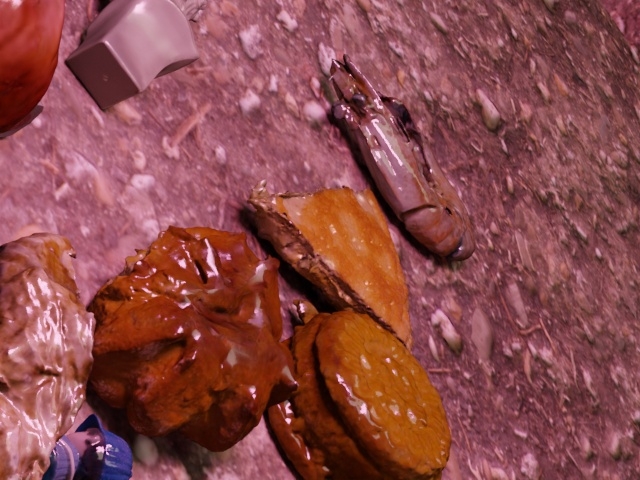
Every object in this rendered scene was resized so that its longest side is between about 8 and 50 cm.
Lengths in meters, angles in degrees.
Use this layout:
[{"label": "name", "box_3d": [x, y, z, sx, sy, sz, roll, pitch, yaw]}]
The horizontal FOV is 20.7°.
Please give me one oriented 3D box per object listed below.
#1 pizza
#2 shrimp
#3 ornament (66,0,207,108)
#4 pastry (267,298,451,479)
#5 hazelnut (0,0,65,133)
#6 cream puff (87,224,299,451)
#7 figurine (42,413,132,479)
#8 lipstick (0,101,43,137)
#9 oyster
[{"label": "pizza", "box_3d": [0.000, 0.000, 2.197, 0.288, 0.075, 0.280, 33, 35, -37]}, {"label": "shrimp", "box_3d": [0.117, -0.124, 2.495, 0.360, 0.085, 0.247, 53, 20, -21]}, {"label": "ornament", "box_3d": [-0.198, -0.263, 2.058, 0.130, 0.120, 0.285, 48, 32, -31]}, {"label": "pastry", "box_3d": [0.053, 0.190, 2.040, 0.240, 0.132, 0.235, 51, 31, -18]}, {"label": "hazelnut", "box_3d": [-0.347, -0.235, 1.670, 0.261, 0.241, 0.261, 47, 24, -29]}, {"label": "cream puff", "box_3d": [-0.134, 0.092, 1.818, 0.241, 0.155, 0.269, 32, 46, -34]}, {"label": "figurine", "box_3d": [-0.231, 0.206, 1.630, 0.136, 0.079, 0.077, 3, 103, -62]}, {"label": "lipstick", "box_3d": [-0.357, -0.200, 1.815, 0.057, 0.063, 0.186, -5, 62, -60]}, {"label": "oyster", "box_3d": [-0.288, 0.104, 1.573, 0.110, 0.166, 0.341, 44, 44, -31]}]
